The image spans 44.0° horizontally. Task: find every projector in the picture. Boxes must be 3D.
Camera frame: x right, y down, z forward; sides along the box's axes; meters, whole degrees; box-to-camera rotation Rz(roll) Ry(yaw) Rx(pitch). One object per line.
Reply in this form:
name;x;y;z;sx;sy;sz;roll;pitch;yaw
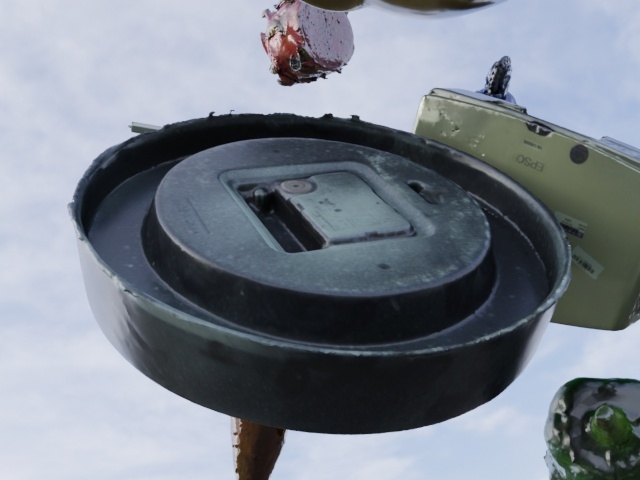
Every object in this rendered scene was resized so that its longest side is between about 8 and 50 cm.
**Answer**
projector;0.200;-0.024;0.771;0.088;0.270;0.193;-10;-58;-48

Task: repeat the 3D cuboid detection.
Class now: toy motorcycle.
toy motorcycle;0.230;-0.168;1.162;0.205;0.076;0.114;-61;-22;-5

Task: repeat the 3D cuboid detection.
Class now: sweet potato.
sweet potato;-0.047;0.093;0.681;0.058;0.264;0.057;2;-21;1

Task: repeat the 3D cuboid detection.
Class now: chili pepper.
chili pepper;0.250;0.188;0.682;0.099;0.136;0.270;-33;-33;-3

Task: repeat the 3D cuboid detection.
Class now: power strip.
power strip;-0.327;-0.212;1.519;0.083;0.027;0.017;9;-69;-1

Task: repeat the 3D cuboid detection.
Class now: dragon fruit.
dragon fruit;-0.044;-0.459;1.816;0.147;0.282;0.211;-11;-57;42

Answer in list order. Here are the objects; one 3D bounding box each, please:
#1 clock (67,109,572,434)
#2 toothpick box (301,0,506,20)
clock;0.000;0.000;0.639;0.387;0.386;0.076;-5;-57;-21
toothpick box;0.147;-0.470;0.905;0.425;0.408;0.409;-27;-31;35
